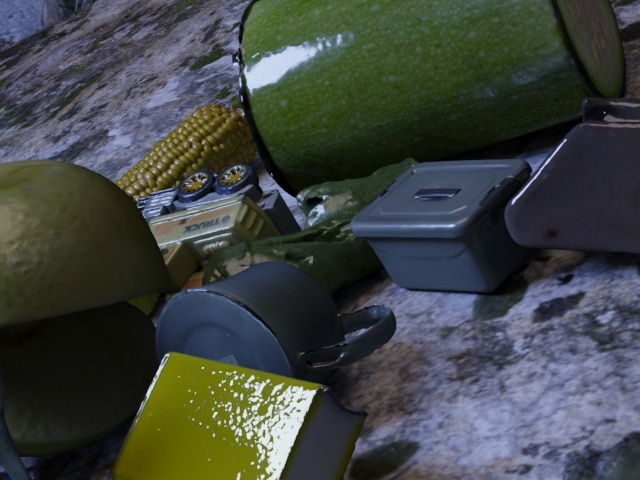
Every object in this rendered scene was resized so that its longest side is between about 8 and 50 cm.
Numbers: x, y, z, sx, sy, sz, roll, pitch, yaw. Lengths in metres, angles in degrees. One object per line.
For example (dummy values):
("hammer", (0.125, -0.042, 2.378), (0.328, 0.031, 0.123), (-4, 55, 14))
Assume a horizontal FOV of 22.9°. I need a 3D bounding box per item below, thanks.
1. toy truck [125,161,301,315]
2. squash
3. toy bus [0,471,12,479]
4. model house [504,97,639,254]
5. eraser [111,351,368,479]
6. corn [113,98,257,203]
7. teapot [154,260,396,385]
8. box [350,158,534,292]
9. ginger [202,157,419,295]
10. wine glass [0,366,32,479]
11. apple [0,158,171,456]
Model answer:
("toy truck", (-0.162, 0.019, 1.760), (0.272, 0.124, 0.157), (-10, 37, 27))
("squash", (0.117, -0.215, 1.783), (0.384, 0.263, 0.263), (-16, 25, 24))
("toy bus", (-0.352, 0.247, 1.542), (0.153, 0.061, 0.051), (-6, 74, 41))
("model house", (0.300, -0.066, 1.458), (0.229, 0.122, 0.188), (1, 19, 23))
("eraser", (-0.077, 0.184, 1.301), (0.226, 0.069, 0.158), (7, 70, 50))
("corn", (-0.197, -0.068, 2.002), (0.106, 0.106, 0.305), (3, 37, 50))
("teapot", (-0.037, 0.090, 1.452), (0.239, 0.162, 0.149), (-6, 18, 39))
("box", (0.130, -0.011, 1.542), (0.172, 0.092, 0.124), (2, 36, 50))
("ginger", (0.004, -0.001, 1.648), (0.137, 0.089, 0.290), (37, 58, 23))
("wine glass", (-0.247, 0.161, 1.292), (0.096, 0.309, 0.264), (-36, 25, -23))
("apple", (-0.288, 0.068, 1.555), (0.254, 0.292, 0.292), (-13, 14, -30))
